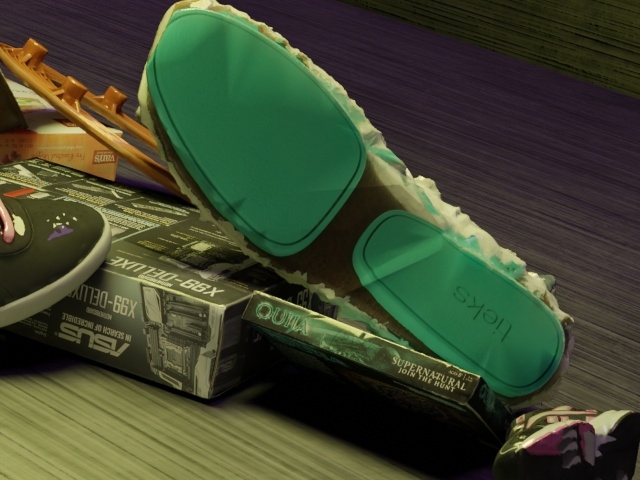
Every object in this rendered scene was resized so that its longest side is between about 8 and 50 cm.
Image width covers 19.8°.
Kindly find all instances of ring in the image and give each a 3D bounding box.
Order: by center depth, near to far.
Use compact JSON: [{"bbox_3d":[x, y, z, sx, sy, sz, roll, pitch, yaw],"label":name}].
[{"bbox_3d":[-0.155,-0.091,1.701,0.336,0.032,0.336,35,4,-3],"label":"ring"}]

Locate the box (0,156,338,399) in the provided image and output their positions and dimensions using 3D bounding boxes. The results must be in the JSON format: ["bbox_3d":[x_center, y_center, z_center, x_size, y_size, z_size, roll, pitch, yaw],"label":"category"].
[{"bbox_3d":[-0.163,0.020,1.449,0.307,0.076,0.242,17,15,18],"label":"box"}]

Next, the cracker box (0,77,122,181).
[{"bbox_3d":[-0.330,-0.111,1.830,0.156,0.067,0.232,-4,22,-46],"label":"cracker box"}]

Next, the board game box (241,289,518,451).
[{"bbox_3d":[0.046,0.095,1.321,0.186,0.026,0.126,20,-14,26],"label":"board game box"}]

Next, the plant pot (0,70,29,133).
[{"bbox_3d":[-0.372,-0.139,1.643,0.165,0.167,0.167,-27,24,-8],"label":"plant pot"}]

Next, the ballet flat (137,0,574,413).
[{"bbox_3d":[0.015,-0.012,1.398,0.409,0.147,0.147,44,13,-6],"label":"ballet flat"}]

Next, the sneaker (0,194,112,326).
[{"bbox_3d":[-0.276,-0.019,1.238,0.296,0.147,0.104,-10,40,-24],"label":"sneaker"}]

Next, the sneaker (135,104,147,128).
[{"bbox_3d":[-0.041,-0.095,1.617,0.105,0.115,0.281,38,4,28],"label":"sneaker"}]

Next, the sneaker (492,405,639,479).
[{"bbox_3d":[0.155,0.151,1.268,0.077,0.072,0.178,7,2,31],"label":"sneaker"}]

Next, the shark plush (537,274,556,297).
[{"bbox_3d":[0.129,0.057,1.567,0.161,0.067,0.073,6,16,-23],"label":"shark plush"}]
